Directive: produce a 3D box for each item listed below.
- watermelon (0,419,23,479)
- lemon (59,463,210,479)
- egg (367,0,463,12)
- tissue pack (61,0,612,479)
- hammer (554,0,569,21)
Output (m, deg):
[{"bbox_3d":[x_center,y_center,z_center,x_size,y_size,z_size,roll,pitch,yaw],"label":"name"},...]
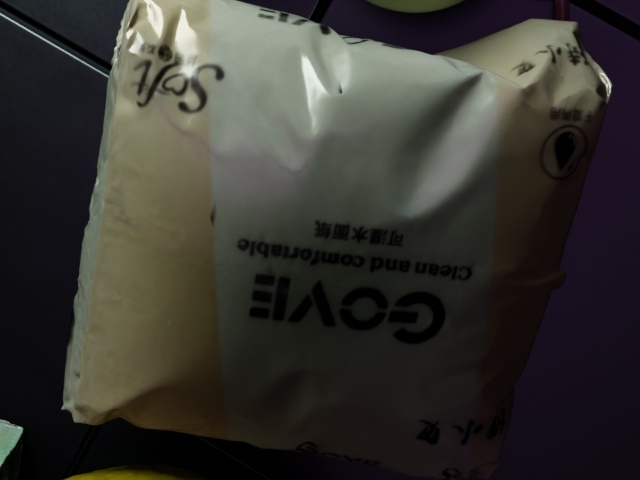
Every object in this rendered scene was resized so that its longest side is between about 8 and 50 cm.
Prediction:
[{"bbox_3d":[-0.405,0.220,0.957,0.241,0.094,0.154,22,110,6],"label":"watermelon"},{"bbox_3d":[-0.169,0.343,0.819,0.335,0.336,0.336,1,98,8],"label":"lemon"},{"bbox_3d":[0.067,-0.297,0.756,0.188,0.188,0.254,-5,85,9],"label":"egg"},{"bbox_3d":[0.000,0.000,0.798,0.375,0.195,0.390,8,111,-2],"label":"tissue pack"},{"bbox_3d":[0.199,-0.189,0.834,0.052,0.031,0.083,-2,104,12],"label":"hammer"}]
